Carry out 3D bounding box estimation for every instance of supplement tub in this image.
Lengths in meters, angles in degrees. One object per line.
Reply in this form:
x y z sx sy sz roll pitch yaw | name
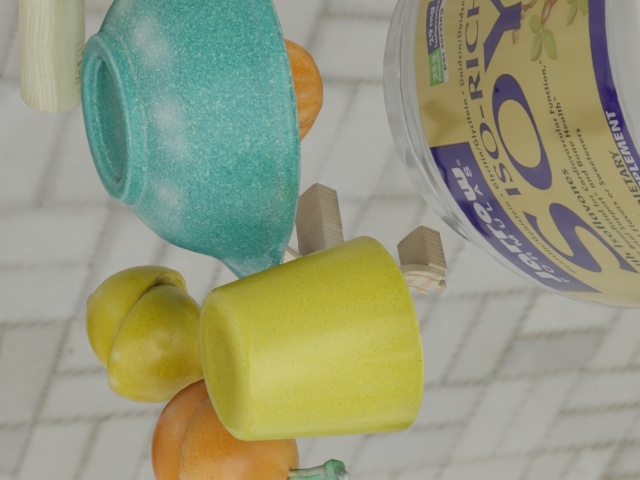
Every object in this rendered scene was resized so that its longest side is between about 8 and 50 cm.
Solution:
0.177 -0.086 0.842 0.241 0.241 0.331 -18 -176 -17 | supplement tub

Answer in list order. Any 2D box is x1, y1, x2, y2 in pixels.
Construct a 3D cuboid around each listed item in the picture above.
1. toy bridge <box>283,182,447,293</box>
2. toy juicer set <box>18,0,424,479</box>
0.000 0.000 1.046 0.188 0.063 0.026 20 135 -34 | toy bridge
-0.051 -0.035 0.757 0.089 0.329 0.209 -11 151 -21 | toy juicer set
